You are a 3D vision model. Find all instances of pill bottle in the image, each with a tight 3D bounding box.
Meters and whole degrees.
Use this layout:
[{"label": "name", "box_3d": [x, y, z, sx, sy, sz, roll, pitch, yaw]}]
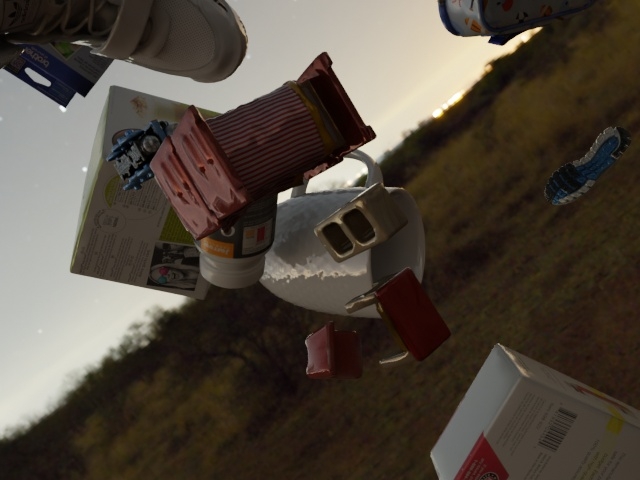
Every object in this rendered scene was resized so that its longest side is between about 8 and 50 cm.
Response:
[{"label": "pill bottle", "box_3d": [-0.165, -0.054, 1.500, 0.162, 0.162, 0.278, -41, -34, -48]}]

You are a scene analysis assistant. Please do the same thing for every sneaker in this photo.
[{"label": "sneaker", "box_3d": [0.515, -0.130, 1.485, 0.191, 0.071, 0.083, -40, -25, 8]}, {"label": "sneaker", "box_3d": [-0.260, -0.241, 0.828, 0.137, 0.366, 0.210, -58, 16, 32]}]

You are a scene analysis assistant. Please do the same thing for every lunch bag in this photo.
[{"label": "lunch bag", "box_3d": [0.299, -0.435, 1.198, 0.304, 0.243, 0.115, -21, 24, -31]}]

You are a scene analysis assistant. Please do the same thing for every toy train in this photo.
[{"label": "toy train", "box_3d": [-0.265, -0.139, 1.213, 0.105, 0.080, 0.184, -32, 6, -27]}]

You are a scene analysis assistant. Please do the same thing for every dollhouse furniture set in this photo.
[{"label": "dollhouse furniture set", "box_3d": [0.000, 0.000, 0.891, 0.201, 0.374, 0.152, -34, 2, -34]}]

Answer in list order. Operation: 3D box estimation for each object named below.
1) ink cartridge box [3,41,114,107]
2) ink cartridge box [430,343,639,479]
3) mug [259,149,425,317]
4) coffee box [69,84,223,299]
[{"label": "ink cartridge box", "box_3d": [-0.518, -0.440, 1.650, 0.311, 0.186, 0.065, -49, 43, 7]}, {"label": "ink cartridge box", "box_3d": [0.453, 0.414, 1.495, 0.279, 0.385, 0.160, -62, 11, 11]}, {"label": "mug", "box_3d": [0.029, -0.024, 1.700, 0.328, 0.373, 0.276, 2, -10, 31]}, {"label": "coffee box", "box_3d": [-0.392, -0.117, 1.877, 0.337, 0.335, 0.338, -103, 32, -50]}]
